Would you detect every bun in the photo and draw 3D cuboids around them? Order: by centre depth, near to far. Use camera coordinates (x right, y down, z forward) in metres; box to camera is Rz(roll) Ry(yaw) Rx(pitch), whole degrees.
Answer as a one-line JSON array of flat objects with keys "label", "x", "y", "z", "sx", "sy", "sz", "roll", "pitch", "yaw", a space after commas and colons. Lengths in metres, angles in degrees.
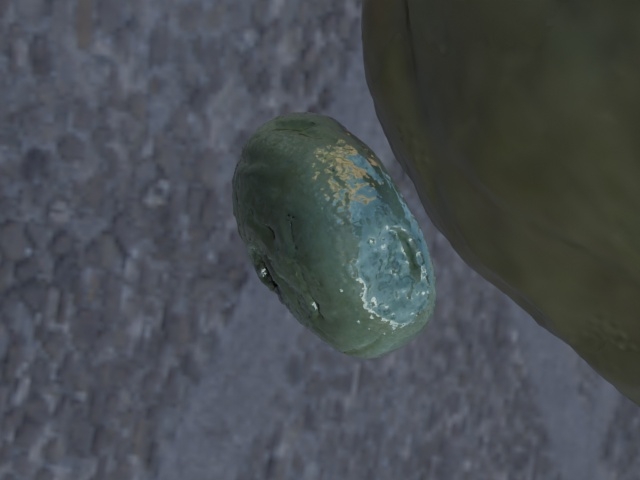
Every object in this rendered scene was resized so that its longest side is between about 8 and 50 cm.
[{"label": "bun", "x": 0.002, "y": 0.002, "z": 1.245, "sx": 0.108, "sy": 0.221, "sz": 0.221, "roll": -25, "pitch": 126, "yaw": -19}]

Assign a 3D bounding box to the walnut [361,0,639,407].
[{"label": "walnut", "x": 0.152, "y": -0.073, "z": 0.421, "sx": 0.253, "sy": 0.277, "sz": 0.282, "roll": -55, "pitch": -161, "yaw": 16}]
